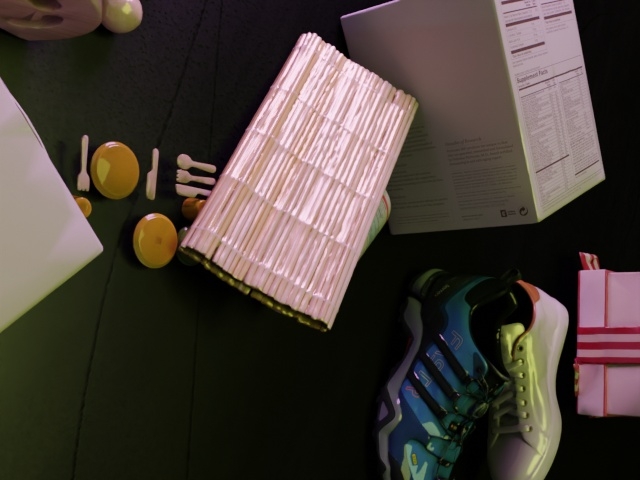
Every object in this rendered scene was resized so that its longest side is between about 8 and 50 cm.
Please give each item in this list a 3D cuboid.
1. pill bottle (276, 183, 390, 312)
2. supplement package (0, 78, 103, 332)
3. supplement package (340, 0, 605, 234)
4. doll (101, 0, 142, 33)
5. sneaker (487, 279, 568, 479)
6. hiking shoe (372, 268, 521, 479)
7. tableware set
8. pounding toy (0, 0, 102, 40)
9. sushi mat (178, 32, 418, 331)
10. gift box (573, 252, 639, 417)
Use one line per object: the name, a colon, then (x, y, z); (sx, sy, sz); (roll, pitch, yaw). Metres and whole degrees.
pill bottle: (0.000, 0.000, 0.854); (0.160, 0.087, 0.087); (-51, 123, -37)
supplement package: (-0.303, 0.019, 0.444); (0.293, 0.175, 0.178); (-45, 118, -40)
supplement package: (0.184, -0.165, 0.989); (0.198, 0.199, 0.263); (-26, 106, -47)
doll: (-0.167, -0.270, 0.719); (0.129, 0.046, 0.189); (3, 84, -47)
sneaker: (0.250, 0.186, 1.123); (0.123, 0.106, 0.290); (35, 53, -30)
hiking shoe: (0.147, 0.175, 0.971); (0.113, 0.132, 0.304); (24, 69, -45)
tableware set: (-0.155, -0.029, 0.733); (0.154, 0.024, 0.104); (8, 84, -49)
pounding toy: (-0.225, -0.237, 0.590); (0.269, 0.154, 0.155); (2, 85, -29)
sushi mat: (-0.007, -0.070, 0.824); (0.151, 0.019, 0.317); (30, 53, -8)
gift box: (0.522, 0.152, 1.301); (0.276, 0.258, 0.255); (18, 73, -45)
